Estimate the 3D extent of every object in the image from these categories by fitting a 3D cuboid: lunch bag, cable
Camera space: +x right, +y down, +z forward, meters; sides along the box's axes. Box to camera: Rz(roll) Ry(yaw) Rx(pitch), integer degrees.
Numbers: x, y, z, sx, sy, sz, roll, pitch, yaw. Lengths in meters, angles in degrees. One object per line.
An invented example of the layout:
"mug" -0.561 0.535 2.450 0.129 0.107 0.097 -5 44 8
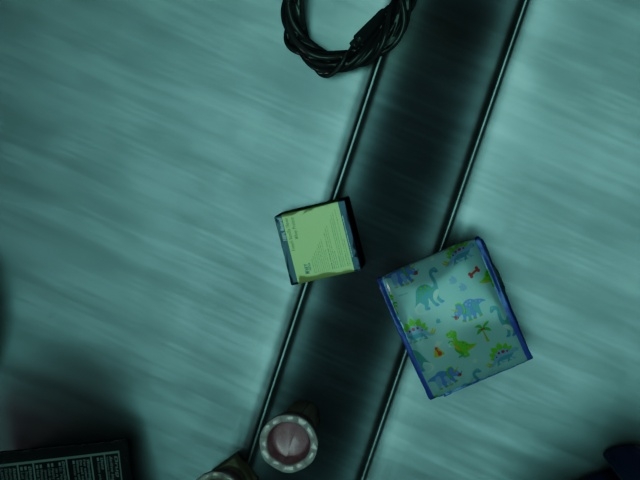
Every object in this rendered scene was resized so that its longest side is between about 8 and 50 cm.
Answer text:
"lunch bag" 0.152 0.087 1.406 0.128 0.096 0.151 -24 83 9
"cable" 0.032 -0.272 1.413 0.150 0.047 0.185 11 95 1

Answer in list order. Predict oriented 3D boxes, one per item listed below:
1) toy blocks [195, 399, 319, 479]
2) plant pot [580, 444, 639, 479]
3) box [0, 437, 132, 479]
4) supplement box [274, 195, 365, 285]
"toy blocks" -0.067 0.385 1.385 0.309 0.260 0.289 -37 91 10
"plant pot" 0.344 0.362 1.347 0.236 0.236 0.212 43 94 2
"box" -0.346 0.378 1.363 0.182 0.294 0.296 -11 80 26
"supplement box" 0.000 0.000 1.436 0.083 0.056 0.083 -13 94 9
